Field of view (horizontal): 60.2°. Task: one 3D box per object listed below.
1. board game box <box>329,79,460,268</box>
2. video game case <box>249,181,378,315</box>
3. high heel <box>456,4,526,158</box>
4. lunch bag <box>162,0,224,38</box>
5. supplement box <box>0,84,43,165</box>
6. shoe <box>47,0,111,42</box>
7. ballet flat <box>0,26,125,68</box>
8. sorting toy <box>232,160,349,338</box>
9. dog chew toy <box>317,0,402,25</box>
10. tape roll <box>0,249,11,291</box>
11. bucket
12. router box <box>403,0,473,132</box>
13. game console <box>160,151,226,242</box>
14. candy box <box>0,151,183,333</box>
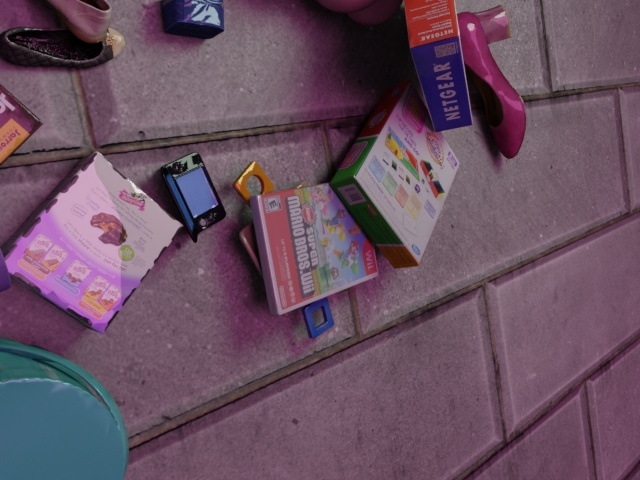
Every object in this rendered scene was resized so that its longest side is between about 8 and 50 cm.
[{"bbox_3d":[0.169,-0.139,1.136,0.242,0.064,0.317,51,50,-27],"label":"board game box"},{"bbox_3d":[0.000,0.000,1.010,0.285,0.025,0.204,-16,98,-47],"label":"video game case"},{"bbox_3d":[0.383,-0.361,1.346,0.181,0.127,0.378,-20,108,-7],"label":"high heel"},{"bbox_3d":[-0.198,-0.365,0.879,0.098,0.067,0.065,-6,94,-39],"label":"lunch bag"},{"bbox_3d":[-0.455,-0.171,0.666,0.188,0.080,0.104,47,63,-29],"label":"supplement box"},{"bbox_3d":[-0.367,-0.364,0.731,0.219,0.058,0.077,43,56,-16],"label":"shoe"},{"bbox_3d":[-0.353,-0.270,0.767,0.173,0.049,0.058,-21,104,-37],"label":"ballet flat"},{"bbox_3d":[-0.055,0.011,1.008,0.196,0.047,0.348,-45,119,-37],"label":"sorting toy"},{"bbox_3d":[0.043,-0.513,0.994,0.331,0.206,0.207,26,74,-49],"label":"dog chew toy"},{"bbox_3d":[-0.431,-0.014,0.616,0.080,0.189,0.189,-30,108,-35],"label":"tape roll"},{"bbox_3d":[-0.380,0.264,0.660,0.281,0.183,0.281,-2,93,-39],"label":"bucket"},{"bbox_3d":[0.222,-0.417,1.062,0.335,0.082,0.301,35,48,-67],"label":"router box"},{"bbox_3d":[-0.198,-0.071,0.874,0.107,0.071,0.122,-34,111,-36],"label":"game console"},{"bbox_3d":[-0.322,0.003,0.779,0.165,0.070,0.196,46,64,-29],"label":"candy box"}]
